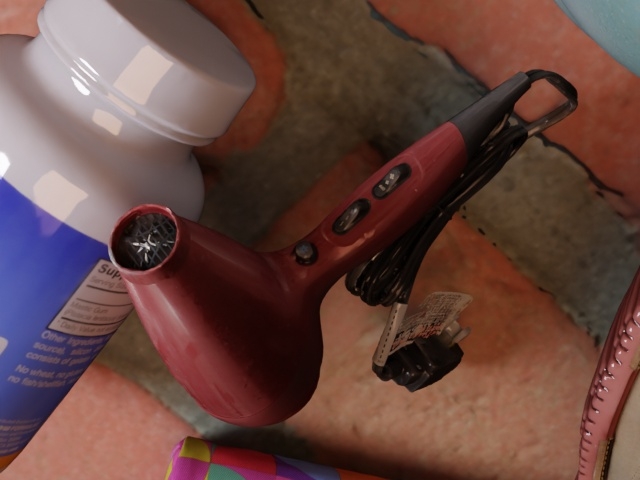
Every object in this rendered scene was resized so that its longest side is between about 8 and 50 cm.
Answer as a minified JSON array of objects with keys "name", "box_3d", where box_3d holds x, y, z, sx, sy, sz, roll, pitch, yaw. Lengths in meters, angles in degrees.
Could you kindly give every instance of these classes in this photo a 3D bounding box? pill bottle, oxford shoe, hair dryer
[{"name":"pill bottle","box_3d":[-0.158,-0.012,0.809,0.152,0.152,0.272,33,108,-17]},{"name":"oxford shoe","box_3d":[0.218,0.124,0.894,0.130,0.123,0.348,18,128,15]},{"name":"hair dryer","box_3d":[0.000,0.000,0.806,0.293,0.080,0.224,-11,129,-47]}]

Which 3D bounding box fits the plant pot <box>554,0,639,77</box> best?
[{"name":"plant pot","box_3d":[0.242,-0.175,0.714,0.293,0.196,0.293,-1,117,-1]}]

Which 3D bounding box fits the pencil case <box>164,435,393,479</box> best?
[{"name":"pencil case","box_3d":[0.003,0.191,0.954,0.236,0.104,0.104,12,116,-7]}]
